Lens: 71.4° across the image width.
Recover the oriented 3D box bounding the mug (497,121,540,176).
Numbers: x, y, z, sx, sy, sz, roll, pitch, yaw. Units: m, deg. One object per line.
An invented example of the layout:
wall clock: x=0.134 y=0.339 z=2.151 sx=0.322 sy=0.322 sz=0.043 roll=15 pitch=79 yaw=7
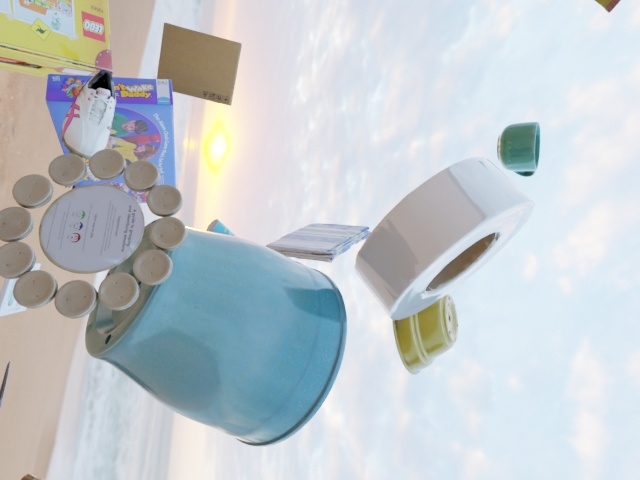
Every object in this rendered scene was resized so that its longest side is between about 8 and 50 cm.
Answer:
mug: x=0.540 y=-0.242 z=1.217 sx=0.129 sy=0.097 sz=0.157 roll=-33 pitch=121 yaw=-53

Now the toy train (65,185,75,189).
toy train: x=-0.844 y=-0.195 z=1.652 sx=0.248 sy=0.143 sz=0.105 roll=25 pitch=-79 yaw=27

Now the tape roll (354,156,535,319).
tape roll: x=0.196 y=0.004 z=0.718 sx=0.100 sy=0.286 sz=0.286 roll=52 pitch=-37 yaw=25

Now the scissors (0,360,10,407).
scissors: x=-0.994 y=0.531 z=1.375 sx=0.109 sy=0.021 sz=0.297 roll=0 pitch=-111 yaw=37

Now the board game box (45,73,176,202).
board game box: x=-0.460 y=-0.215 z=1.036 sx=0.347 sy=0.233 sz=0.078 roll=116 pitch=-34 yaw=-55

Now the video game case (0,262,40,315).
video game case: x=-0.919 y=0.145 z=1.354 sx=0.143 sy=0.019 sz=0.157 roll=166 pitch=-60 yaw=-85

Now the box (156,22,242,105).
box: x=-0.320 y=-0.461 z=1.174 sx=0.021 sy=0.201 sz=0.164 roll=-103 pitch=-154 yaw=-72

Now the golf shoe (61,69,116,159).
golf shoe: x=-0.376 y=-0.209 z=0.730 sx=0.086 sy=0.067 sz=0.186 roll=-47 pitch=-137 yaw=34

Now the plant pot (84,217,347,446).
plant pot: x=-0.147 y=0.108 z=0.598 sx=0.272 sy=0.255 sz=0.271 roll=-28 pitch=-136 yaw=31

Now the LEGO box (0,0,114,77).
LEGO box: x=-0.802 y=-0.634 z=1.103 sx=0.193 sy=0.500 sz=0.372 roll=2 pitch=-83 yaw=31

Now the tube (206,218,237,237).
tube: x=-0.277 y=0.014 z=1.440 sx=0.052 sy=0.207 sz=0.080 roll=-31 pitch=-144 yaw=20

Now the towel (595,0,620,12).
towel: x=0.644 y=-0.549 z=0.969 sx=0.083 sy=0.009 sz=0.060 roll=-54 pitch=-126 yaw=39

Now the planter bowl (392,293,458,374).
planter bowl: x=0.228 y=0.163 z=0.917 sx=0.090 sy=0.217 sz=0.217 roll=-10 pitch=-111 yaw=28

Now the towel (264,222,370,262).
towel: x=0.000 y=0.000 z=1.239 sx=0.285 sy=0.209 sz=0.034 roll=-30 pitch=122 yaw=-59

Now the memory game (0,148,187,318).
memory game: x=-0.228 y=-0.013 z=0.448 sx=0.012 sy=0.186 sz=0.186 roll=110 pitch=-19 yaw=-65

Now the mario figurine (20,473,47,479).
mario figurine: x=-0.721 y=0.704 z=0.987 sx=0.198 sy=0.170 sz=0.320 roll=-18 pitch=-141 yaw=46
